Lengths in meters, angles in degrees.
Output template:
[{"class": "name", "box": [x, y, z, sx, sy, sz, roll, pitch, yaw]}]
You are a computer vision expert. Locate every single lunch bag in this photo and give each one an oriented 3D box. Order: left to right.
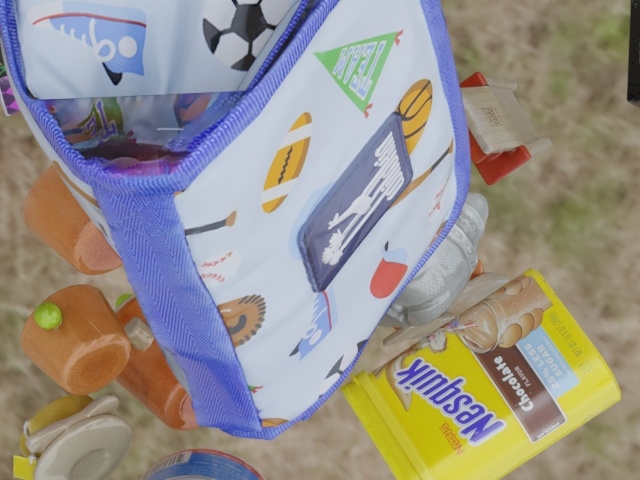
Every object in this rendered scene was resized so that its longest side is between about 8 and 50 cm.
[{"class": "lunch bag", "box": [-0.043, -0.120, 1.085, 0.328, 0.239, 0.385, 73, 19, -60]}]

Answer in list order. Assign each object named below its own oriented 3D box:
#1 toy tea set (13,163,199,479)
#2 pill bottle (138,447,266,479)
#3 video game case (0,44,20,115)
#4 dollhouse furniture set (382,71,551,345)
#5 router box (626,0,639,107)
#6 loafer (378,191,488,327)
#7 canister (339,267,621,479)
[{"class": "toy tea set", "box": [-0.155, 0.035, 1.483, 0.200, 0.124, 0.336, -22, 142, -30]}, {"class": "pill bottle", "box": [-0.097, 0.245, 1.465, 0.124, 0.221, 0.124, 1, 104, 3]}, {"class": "video game case", "box": [-0.175, -0.203, 1.598, 0.232, 0.210, 0.041, -20, 131, -14]}, {"class": "dollhouse furniture set", "box": [0.087, -0.059, 1.966, 0.259, 0.262, 0.135, -37, 167, 31]}, {"class": "router box", "box": [0.343, -0.209, 1.759, 0.046, 0.133, 0.178, 17, 74, -54]}, {"class": "loafer", "box": [0.000, 0.000, 1.562, 0.111, 0.319, 0.112, -53, 128, -28]}, {"class": "canister", "box": [0.117, 0.112, 1.444, 0.170, 0.126, 0.073, -33, 147, 0]}]
